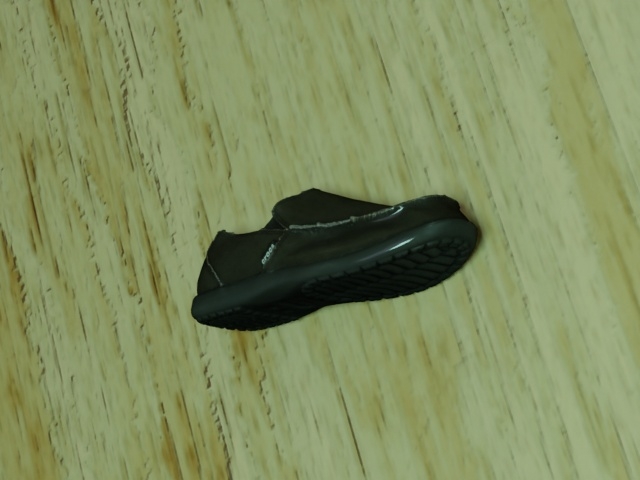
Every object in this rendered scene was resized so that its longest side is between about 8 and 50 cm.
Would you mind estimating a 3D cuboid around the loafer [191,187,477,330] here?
[{"bbox_3d":[0.000,0.000,1.192,0.220,0.080,0.078,-16,70,35],"label":"loafer"}]
